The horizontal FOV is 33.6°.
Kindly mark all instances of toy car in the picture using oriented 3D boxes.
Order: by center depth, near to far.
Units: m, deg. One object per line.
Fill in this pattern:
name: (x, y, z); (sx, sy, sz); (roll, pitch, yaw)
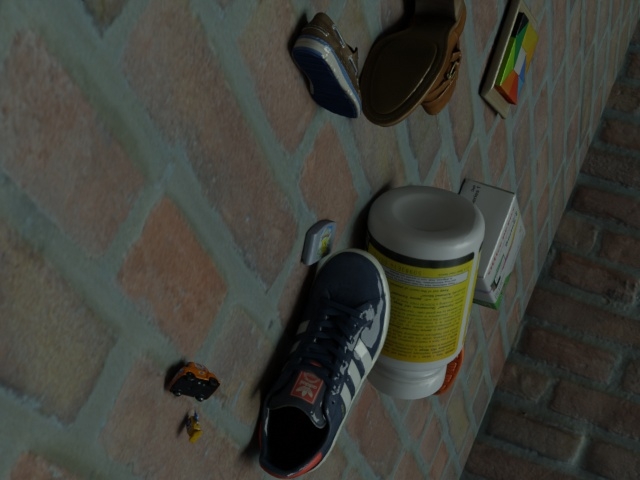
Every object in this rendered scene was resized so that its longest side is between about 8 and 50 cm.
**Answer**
toy car: (-0.161, 0.187, 1.253); (0.041, 0.060, 0.122); (-112, -145, -43)

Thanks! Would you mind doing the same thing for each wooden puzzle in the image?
wooden puzzle: (0.402, -0.378, 2.206); (0.238, 0.044, 0.221); (19, 89, -70)

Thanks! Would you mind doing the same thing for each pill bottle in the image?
pill bottle: (0.157, 0.093, 1.759); (0.188, 0.187, 0.334); (-46, 148, -50)

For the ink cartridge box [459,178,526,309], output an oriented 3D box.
ink cartridge box: (0.352, 0.013, 2.309); (0.201, 0.117, 0.278); (-68, 159, -10)

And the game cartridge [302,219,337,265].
game cartridge: (0.000, 0.000, 1.516); (0.083, 0.017, 0.056); (-30, 131, -62)

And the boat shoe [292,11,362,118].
boat shoe: (0.022, -0.213, 1.311); (0.183, 0.066, 0.066); (57, 53, -65)

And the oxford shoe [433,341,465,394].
oxford shoe: (0.247, 0.155, 2.149); (0.133, 0.129, 0.364); (-55, 155, -52)

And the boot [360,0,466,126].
boot: (0.144, -0.247, 1.585); (0.220, 0.109, 0.284); (73, 32, -64)

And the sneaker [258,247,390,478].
sneaker: (0.001, 0.183, 1.505); (0.148, 0.131, 0.350); (-12, 118, -73)
